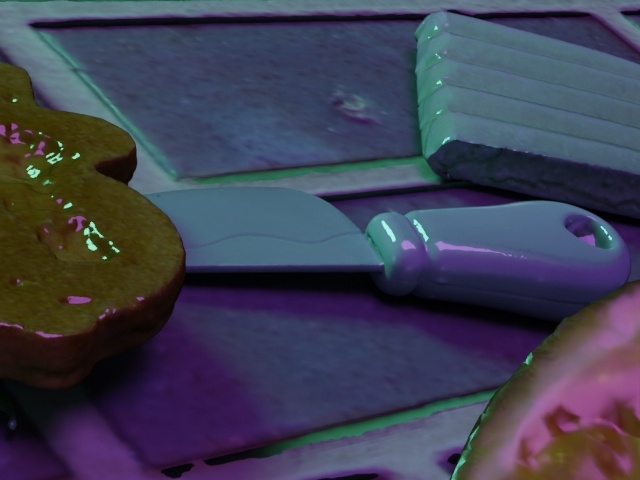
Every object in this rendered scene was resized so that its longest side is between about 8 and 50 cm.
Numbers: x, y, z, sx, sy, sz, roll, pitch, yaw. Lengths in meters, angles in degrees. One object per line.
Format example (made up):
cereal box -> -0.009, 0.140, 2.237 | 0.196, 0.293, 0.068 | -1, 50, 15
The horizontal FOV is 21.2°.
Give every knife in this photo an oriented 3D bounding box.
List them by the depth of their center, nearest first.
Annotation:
knife -> 0.000, -0.001, 0.824 | 0.331, 0.044, 0.080 | 4, 37, -22

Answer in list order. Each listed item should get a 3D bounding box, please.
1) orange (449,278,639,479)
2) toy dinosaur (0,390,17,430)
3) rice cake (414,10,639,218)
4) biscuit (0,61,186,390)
orange -> 0.156, 0.143, 0.481 | 0.274, 0.274, 0.310 | 5, 77, -27
toy dinosaur -> -0.138, 0.070, 0.632 | 0.062, 0.021, 0.083 | 15, 25, -35
rice cake -> 0.151, -0.073, 1.031 | 0.198, 0.037, 0.189 | 16, 31, -10
biscuit -> -0.150, -0.014, 0.731 | 0.184, 0.035, 0.249 | -9, 36, -36
